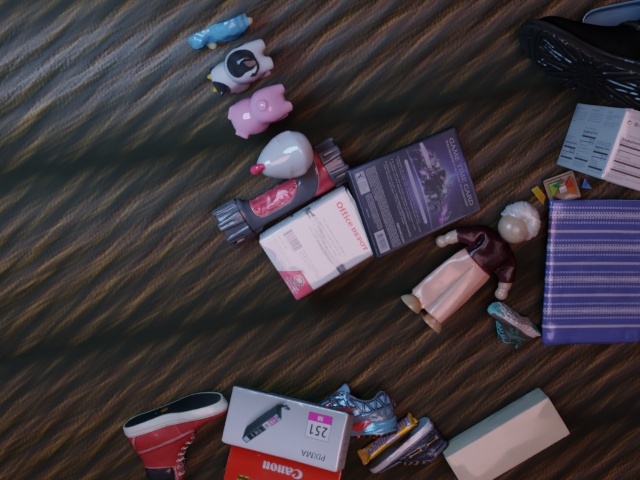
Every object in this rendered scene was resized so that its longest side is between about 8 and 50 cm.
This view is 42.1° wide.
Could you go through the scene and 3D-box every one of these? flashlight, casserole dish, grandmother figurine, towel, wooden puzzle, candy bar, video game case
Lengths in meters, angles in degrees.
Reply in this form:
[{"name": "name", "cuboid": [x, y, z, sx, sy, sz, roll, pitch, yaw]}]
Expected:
[{"name": "flashlight", "cuboid": [-0.083, -0.105, 1.764, 0.304, 0.103, 0.103, -28, 76, 3]}, {"name": "casserole dish", "cuboid": [0.634, -0.445, 1.769, 0.189, 0.037, 0.114, -12, 102, -2]}, {"name": "grandmother figurine", "cuboid": [0.347, 0.051, 1.823, 0.208, 0.104, 0.342, 40, 99, -23]}, {"name": "towel", "cuboid": [0.617, 0.073, 1.868, 0.243, 0.040, 0.335, -1, 100, -8]}, {"name": "wooden puzzle", "cuboid": [0.531, -0.112, 1.830, 0.116, 0.014, 0.078, -27, 115, 13]}, {"name": "candy bar", "cuboid": [0.156, 0.457, 1.926, 0.161, 0.040, 0.018, -39, 139, 5]}, {"name": "video game case", "cuboid": [0.202, -0.105, 1.769, 0.274, 0.026, 0.196, -24, 103, -21]}]

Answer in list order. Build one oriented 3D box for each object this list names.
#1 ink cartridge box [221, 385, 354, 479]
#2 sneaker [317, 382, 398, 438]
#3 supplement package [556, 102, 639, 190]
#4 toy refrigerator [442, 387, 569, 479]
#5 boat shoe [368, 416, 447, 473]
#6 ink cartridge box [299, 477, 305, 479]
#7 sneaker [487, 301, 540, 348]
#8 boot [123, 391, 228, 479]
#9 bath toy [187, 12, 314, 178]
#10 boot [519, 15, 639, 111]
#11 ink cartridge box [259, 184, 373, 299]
[{"name": "ink cartridge box", "cuboid": [-0.083, 0.462, 1.810, 0.275, 0.060, 0.238, 10, 83, 19]}, {"name": "sneaker", "cuboid": [0.042, 0.388, 1.889, 0.262, 0.104, 0.125, -2, 74, 3]}, {"name": "supplement package", "cuboid": [0.642, -0.182, 1.708, 0.204, 0.262, 0.145, 16, 101, -6]}, {"name": "toy refrigerator", "cuboid": [0.421, 0.457, 1.915, 0.270, 0.094, 0.102, -32, 95, 2]}, {"name": "boat shoe", "cuboid": [0.204, 0.496, 1.920, 0.183, 0.065, 0.083, -39, 100, 4]}, {"name": "ink cartridge box", "cuboid": [-0.027, 0.678, 1.915, 0.211, 0.121, 0.289, -39, 101, 4]}, {"name": "sneaker", "cuboid": [0.419, 0.196, 1.856, 0.166, 0.065, 0.076, 31, 111, -33]}, {"name": "boot", "cuboid": [-0.299, 0.451, 1.873, 0.244, 0.088, 0.176, -20, 103, 9]}, {"name": "bath toy", "cuboid": [-0.139, -0.274, 1.680, 0.129, 0.151, 0.348, -26, 89, -15]}, {"name": "boot", "cuboid": [0.608, -0.413, 1.679, 0.348, 0.131, 0.260, 33, 69, 24]}, {"name": "ink cartridge box", "cuboid": [0.000, 0.000, 1.793, 0.218, 0.092, 0.158, -31, 102, 4]}]
